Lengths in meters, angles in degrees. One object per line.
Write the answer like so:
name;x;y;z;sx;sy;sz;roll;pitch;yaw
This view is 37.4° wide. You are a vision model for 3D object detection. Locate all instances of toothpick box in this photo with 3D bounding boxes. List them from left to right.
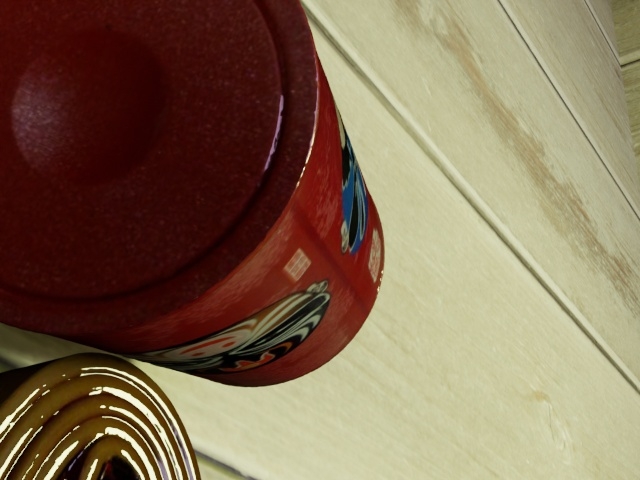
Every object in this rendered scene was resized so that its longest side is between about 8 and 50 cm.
toothpick box;-0.074;-0.024;0.560;0.333;0.204;0.204;57;23;-76

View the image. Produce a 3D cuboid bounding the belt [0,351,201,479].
belt;-0.162;0.222;0.479;0.217;0.122;0.339;46;39;-42
